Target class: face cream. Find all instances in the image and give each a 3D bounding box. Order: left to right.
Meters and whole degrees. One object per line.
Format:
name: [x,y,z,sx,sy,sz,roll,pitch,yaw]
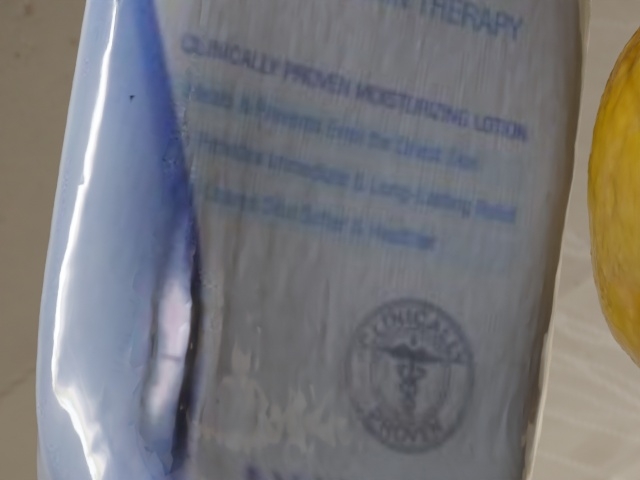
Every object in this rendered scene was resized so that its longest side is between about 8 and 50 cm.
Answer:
face cream: [0.000,0.000,0.681,0.235,0.420,0.137,11,-10,-29]

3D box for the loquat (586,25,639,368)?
loquat: [0.209,-0.033,0.684,0.193,0.238,0.238,13,-53,-33]
